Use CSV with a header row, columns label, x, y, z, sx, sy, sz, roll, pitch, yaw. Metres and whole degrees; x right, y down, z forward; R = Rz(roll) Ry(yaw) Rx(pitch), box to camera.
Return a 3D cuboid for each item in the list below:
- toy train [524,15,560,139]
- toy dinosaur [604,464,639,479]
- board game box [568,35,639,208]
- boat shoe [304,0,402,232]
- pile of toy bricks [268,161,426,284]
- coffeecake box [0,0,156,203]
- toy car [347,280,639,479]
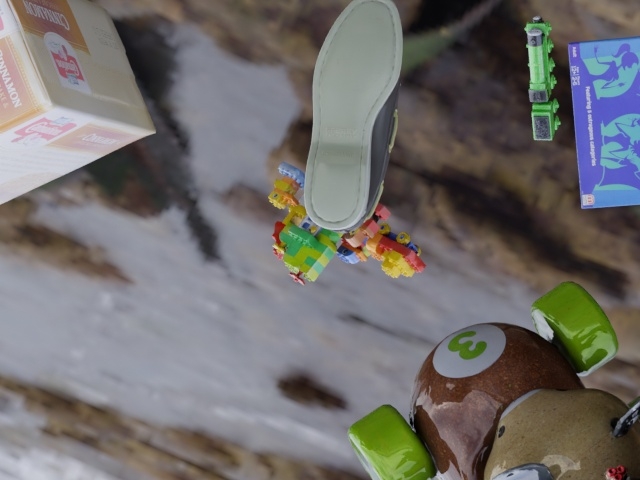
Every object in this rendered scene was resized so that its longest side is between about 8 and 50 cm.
label,x,y,z,sx,sy,sz,roll,pitch,yaw
toy train,0.140,-0.102,1.206,0.017,0.024,0.083,2,121,20
toy dinosaur,0.218,0.130,0.864,0.218,0.164,0.322,2,165,-14
board game box,0.345,-0.117,1.779,0.210,0.160,0.047,-5,-175,15
boat shoe,0.034,-0.120,1.809,0.081,0.228,0.068,11,177,15
pile of toy bricks,0.000,0.000,2.003,0.212,0.105,0.118,26,166,46
coffeecake box,-0.183,-0.043,0.820,0.185,0.068,0.142,-24,174,10
toy car,0.116,0.102,0.981,0.149,0.155,0.188,56,171,7
